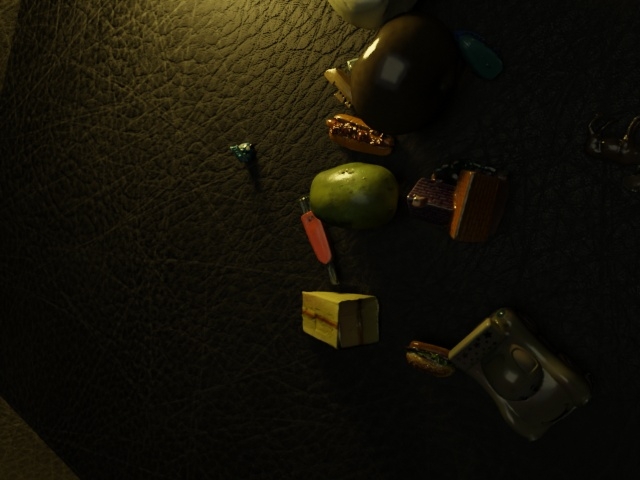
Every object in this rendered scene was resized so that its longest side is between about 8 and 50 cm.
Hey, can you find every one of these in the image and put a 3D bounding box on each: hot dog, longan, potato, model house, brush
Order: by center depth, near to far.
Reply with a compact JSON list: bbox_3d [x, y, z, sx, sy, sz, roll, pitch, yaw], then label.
[{"bbox_3d":[0.386,-0.125,1.508,0.237,0.237,0.202,23,107,25],"label":"model house"},{"bbox_3d":[0.233,-0.471,1.535,0.288,0.288,0.350,42,120,19],"label":"longan"},{"bbox_3d":[0.106,-0.137,1.683,0.304,0.216,0.215,-6,92,39],"label":"potato"},{"bbox_3d":[0.119,-0.339,1.725,0.249,0.076,0.102,25,110,24],"label":"hot dog"},{"bbox_3d":[0.000,0.000,1.844,0.070,0.051,0.323,-22,81,22],"label":"brush"}]

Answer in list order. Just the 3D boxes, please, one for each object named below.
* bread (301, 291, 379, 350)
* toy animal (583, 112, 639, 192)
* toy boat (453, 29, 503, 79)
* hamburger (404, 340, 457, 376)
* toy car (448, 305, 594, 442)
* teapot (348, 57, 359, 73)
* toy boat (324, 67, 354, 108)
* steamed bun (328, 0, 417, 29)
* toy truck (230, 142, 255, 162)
[{"bbox_3d":[0.064,0.255,1.838,0.264,0.163,0.167,12,104,59],"label":"bread"},{"bbox_3d":[0.786,-0.222,1.372,0.214,0.094,0.186,15,98,34],"label":"toy animal"},{"bbox_3d":[0.436,-0.539,1.525,0.175,0.110,0.091,34,119,-24],"label":"toy boat"},{"bbox_3d":[0.336,0.365,1.644,0.166,0.137,0.087,10,78,33],"label":"hamburger"},{"bbox_3d":[0.546,0.367,1.478,0.336,0.226,0.242,49,115,17],"label":"toy car"},{"bbox_3d":[0.120,-0.550,1.717,0.057,0.066,0.088,-25,59,9],"label":"teapot"},{"bbox_3d":[0.086,-0.476,1.739,0.206,0.064,0.072,53,131,14],"label":"toy boat"},{"bbox_3d":[0.168,-0.793,1.566,0.334,0.233,0.312,-41,73,17],"label":"steamed bun"},{"bbox_3d":[-0.283,-0.319,1.940,0.056,0.090,0.073,-10,90,29],"label":"toy truck"}]
